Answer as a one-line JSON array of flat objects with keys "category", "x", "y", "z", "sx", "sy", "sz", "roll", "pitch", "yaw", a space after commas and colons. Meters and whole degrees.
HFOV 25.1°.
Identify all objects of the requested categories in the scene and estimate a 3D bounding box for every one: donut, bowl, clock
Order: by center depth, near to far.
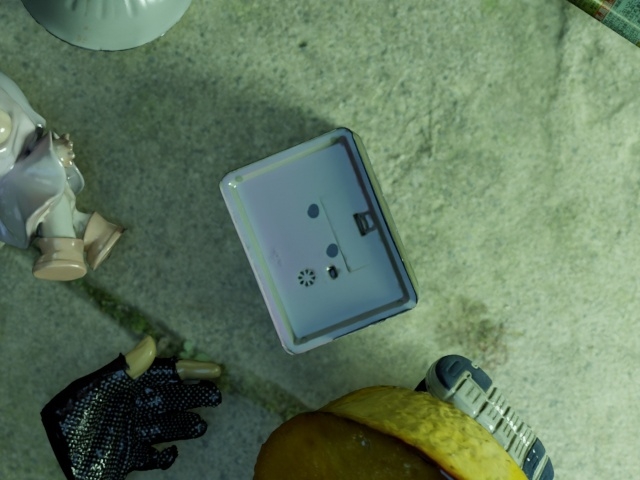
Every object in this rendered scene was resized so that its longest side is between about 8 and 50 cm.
[{"category": "donut", "x": 0.084, "y": 0.264, "z": 1.360, "sx": 0.303, "sy": 0.110, "sz": 0.302, "roll": 19, "pitch": 127, "yaw": 27}, {"category": "bowl", "x": -0.209, "y": -0.286, "z": 1.397, "sx": 0.189, "sy": 0.086, "sz": 0.189, "roll": 2, "pitch": 77, "yaw": -8}, {"category": "clock", "x": 0.000, "y": 0.000, "z": 1.423, "sx": 0.147, "sy": 0.071, "sz": 0.192, "roll": -22, "pitch": 90, "yaw": 8}]

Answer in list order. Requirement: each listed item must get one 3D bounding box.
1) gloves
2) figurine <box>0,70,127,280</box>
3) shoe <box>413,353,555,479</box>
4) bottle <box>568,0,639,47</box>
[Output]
[{"category": "gloves", "x": -0.185, "y": 0.170, "z": 1.458, "sx": 0.181, "sy": 0.106, "sz": 0.129, "roll": -25, "pitch": 91, "yaw": -20}, {"category": "figurine", "x": -0.315, "y": -0.075, "z": 1.432, "sx": 0.276, "sy": 0.200, "sz": 0.133, "roll": 46, "pitch": 57, "yaw": 1}, {"category": "shoe", "x": 0.153, "y": 0.213, "z": 1.417, "sx": 0.106, "sy": 0.091, "sz": 0.207, "roll": -38, "pitch": 92, "yaw": 31}, {"category": "bottle", "x": 0.229, "y": -0.282, "z": 1.372, "sx": 0.286, "sy": 0.082, "sz": 0.082, "roll": 34, "pitch": 97, "yaw": 4}]
